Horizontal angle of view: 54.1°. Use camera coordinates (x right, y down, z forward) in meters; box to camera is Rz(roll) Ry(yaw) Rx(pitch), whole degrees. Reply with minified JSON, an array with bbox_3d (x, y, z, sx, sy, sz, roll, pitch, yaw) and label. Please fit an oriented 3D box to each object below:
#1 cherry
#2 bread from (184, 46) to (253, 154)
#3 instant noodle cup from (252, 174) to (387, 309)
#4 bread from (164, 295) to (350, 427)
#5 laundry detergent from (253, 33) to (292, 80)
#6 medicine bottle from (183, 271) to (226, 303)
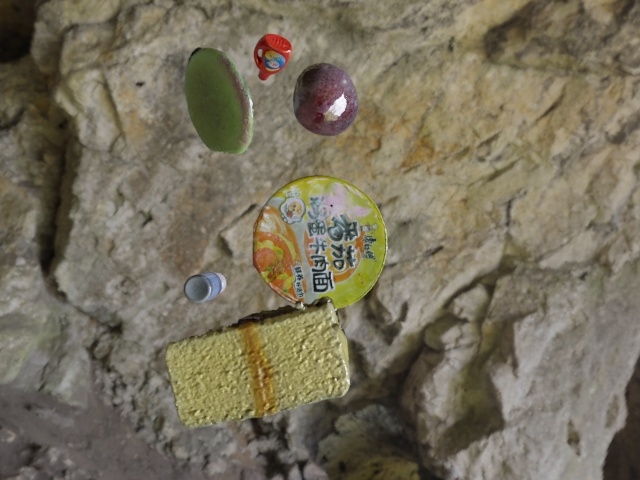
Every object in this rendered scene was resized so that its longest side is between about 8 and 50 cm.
[{"bbox_3d":[0.009,-0.323,1.434,0.139,0.176,0.176,-10,-31,24],"label":"cherry"},{"bbox_3d":[-0.280,-0.368,1.676,0.301,0.045,0.302,26,-51,38],"label":"bread"},{"bbox_3d":[0.000,0.000,1.285,0.264,0.264,0.200,34,3,-2],"label":"instant noodle cup"},{"bbox_3d":[-0.086,0.195,0.952,0.265,0.142,0.178,-12,-22,5],"label":"bread"},{"bbox_3d":[-0.143,-0.498,1.731,0.097,0.049,0.165,22,-27,-15],"label":"laundry detergent"},{"bbox_3d":[-0.332,0.133,1.832,0.083,0.084,0.203,33,4,3],"label":"medicine bottle"}]
